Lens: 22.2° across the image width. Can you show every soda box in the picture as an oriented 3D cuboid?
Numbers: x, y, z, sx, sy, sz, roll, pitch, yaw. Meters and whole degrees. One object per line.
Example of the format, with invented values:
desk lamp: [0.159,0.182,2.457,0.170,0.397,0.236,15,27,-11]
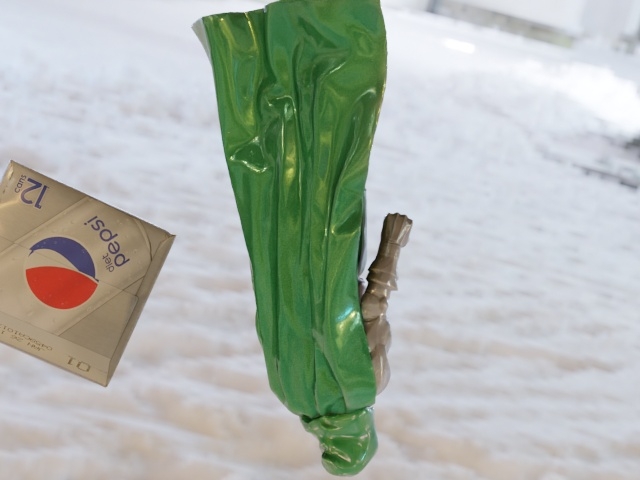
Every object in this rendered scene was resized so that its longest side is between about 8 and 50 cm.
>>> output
soda box: [-0.155,0.019,0.965,0.098,0.091,0.286,25,-4,-8]

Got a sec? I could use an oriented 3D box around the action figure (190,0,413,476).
action figure: [0.000,0.000,0.794,0.063,0.232,0.137,-6,1,-38]
